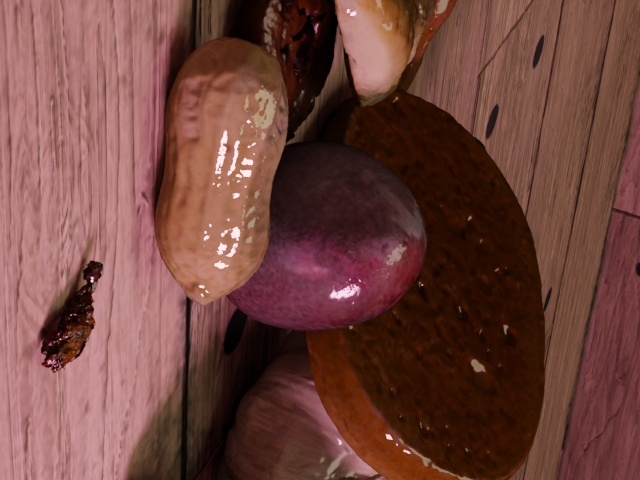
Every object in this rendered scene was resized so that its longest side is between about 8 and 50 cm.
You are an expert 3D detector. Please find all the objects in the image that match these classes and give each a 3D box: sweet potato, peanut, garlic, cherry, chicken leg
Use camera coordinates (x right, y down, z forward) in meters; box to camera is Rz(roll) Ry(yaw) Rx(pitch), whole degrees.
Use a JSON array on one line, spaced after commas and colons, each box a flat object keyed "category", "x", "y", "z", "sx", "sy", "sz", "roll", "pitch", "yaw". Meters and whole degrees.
[{"category": "sweet potato", "x": 0.107, "y": -0.249, "z": 1.727, "sx": 0.078, "sy": 0.058, "sz": 0.255, "roll": -116, "pitch": -134, "yaw": -84}, {"category": "peanut", "x": -0.074, "y": -0.050, "z": 1.283, "sx": 0.098, "sy": 0.090, "sz": 0.214, "roll": -108, "pitch": -154, "yaw": -60}, {"category": "garlic", "x": 0.025, "y": 0.198, "z": 1.638, "sx": 0.218, "sy": 0.212, "sz": 0.218, "roll": 22, "pitch": 90, "yaw": -78}, {"category": "cherry", "x": 0.004, "y": -0.001, "z": 1.407, "sx": 0.176, "sy": 0.176, "sz": 0.140, "roll": -57, "pitch": 153, "yaw": -43}, {"category": "chicken leg", "x": -0.168, "y": 0.054, "z": 1.200, "sx": 0.083, "sy": 0.021, "sz": 0.036, "roll": -64, "pitch": 152, "yaw": -29}]

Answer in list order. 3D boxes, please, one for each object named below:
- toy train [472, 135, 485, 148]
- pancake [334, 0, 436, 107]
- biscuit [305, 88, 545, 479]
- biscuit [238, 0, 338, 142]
[{"category": "toy train", "x": 0.094, "y": -0.042, "z": 1.801, "sx": 0.071, "sy": 0.111, "sz": 0.170, "roll": 39, "pitch": 68, "yaw": -70}, {"category": "pancake", "x": 0.064, "y": -0.288, "z": 1.431, "sx": 0.387, "sy": 0.082, "sz": 0.386, "roll": 8, "pitch": 90, "yaw": -78}, {"category": "biscuit", "x": 0.078, "y": 0.039, "z": 1.614, "sx": 0.350, "sy": 0.070, "sz": 0.394, "roll": 35, "pitch": 46, "yaw": -30}, {"category": "biscuit", "x": -0.023, "y": -0.164, "z": 1.400, "sx": 0.192, "sy": 0.049, "sz": 0.192, "roll": 18, "pitch": 90, "yaw": -78}]
